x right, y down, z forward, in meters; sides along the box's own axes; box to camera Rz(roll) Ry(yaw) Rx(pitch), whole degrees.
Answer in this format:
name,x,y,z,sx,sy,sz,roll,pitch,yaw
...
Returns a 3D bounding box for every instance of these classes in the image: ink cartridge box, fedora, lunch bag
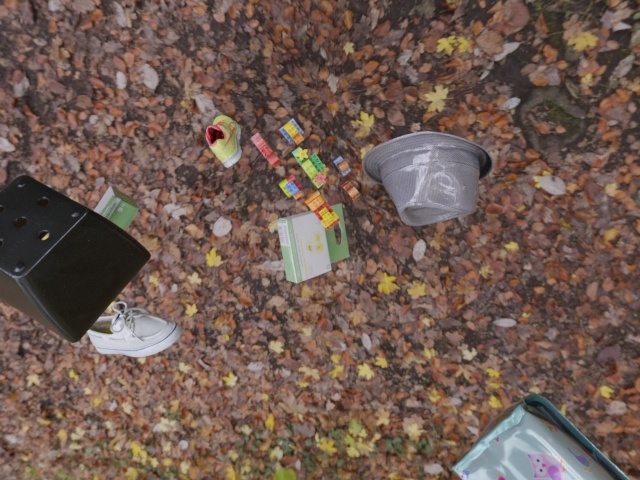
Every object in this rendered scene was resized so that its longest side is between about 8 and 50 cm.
name,x,y,z,sx,sy,sz,roll,pitch,yaw
ink cartridge box,0.000,0.000,1.105,0.235,0.056,0.170,-17,104,-36
ink cartridge box,-0.478,-0.052,0.925,0.062,0.209,0.108,34,86,-33
fedora,0.219,-0.103,0.812,0.244,0.276,0.124,-12,74,39
lunch bag,0.340,0.353,0.582,0.160,0.262,0.223,-49,57,9

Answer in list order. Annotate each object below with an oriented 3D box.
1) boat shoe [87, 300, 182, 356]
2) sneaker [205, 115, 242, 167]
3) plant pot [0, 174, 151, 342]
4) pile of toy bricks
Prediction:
name,x,y,z,sx,sy,sz,roll,pitch,yaw
boat shoe,-0.623,0.273,1.302,0.368,0.135,0.156,-7,122,27
sneaker,-0.275,-0.297,1.116,0.082,0.208,0.094,-36,137,15
plant pot,-0.417,0.015,0.617,0.188,0.167,0.188,27,63,9
pile of toy bricks,-0.015,-0.116,0.687,0.118,0.105,0.212,-38,106,4
